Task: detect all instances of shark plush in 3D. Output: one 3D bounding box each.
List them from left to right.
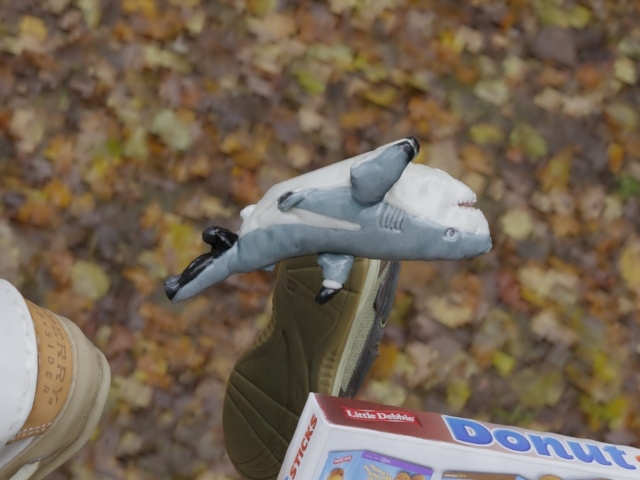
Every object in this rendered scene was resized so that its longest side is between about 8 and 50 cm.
[{"bbox_3d":[0.000,0.000,0.978,0.161,0.073,0.067,-20,93,-6],"label":"shark plush"}]

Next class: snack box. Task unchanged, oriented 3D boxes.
[{"bbox_3d":[0.070,0.096,0.664,0.178,0.064,0.022,12,25,-21],"label":"snack box"}]

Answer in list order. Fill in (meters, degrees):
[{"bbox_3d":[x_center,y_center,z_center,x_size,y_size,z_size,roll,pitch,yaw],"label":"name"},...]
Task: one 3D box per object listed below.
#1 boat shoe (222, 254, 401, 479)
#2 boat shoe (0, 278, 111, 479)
[{"bbox_3d":[0.003,0.067,1.226,0.073,0.223,0.080,-20,51,-42],"label":"boat shoe"},{"bbox_3d":[-0.199,0.114,0.746,0.103,0.302,0.113,16,50,-43],"label":"boat shoe"}]
